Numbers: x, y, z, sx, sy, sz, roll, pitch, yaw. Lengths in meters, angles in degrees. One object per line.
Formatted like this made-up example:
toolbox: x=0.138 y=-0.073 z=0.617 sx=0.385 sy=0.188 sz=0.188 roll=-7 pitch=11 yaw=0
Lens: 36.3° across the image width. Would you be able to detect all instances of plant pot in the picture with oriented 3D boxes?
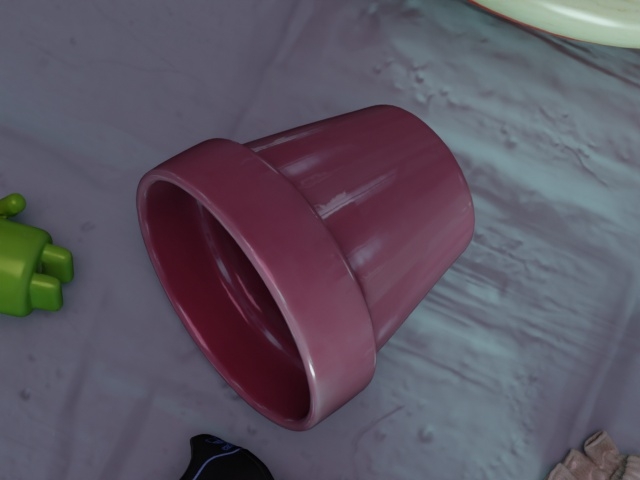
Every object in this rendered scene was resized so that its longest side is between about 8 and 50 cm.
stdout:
plant pot: x=0.000 y=0.000 z=0.683 sx=0.180 sy=0.201 sz=0.201 roll=-33 pitch=85 yaw=-26

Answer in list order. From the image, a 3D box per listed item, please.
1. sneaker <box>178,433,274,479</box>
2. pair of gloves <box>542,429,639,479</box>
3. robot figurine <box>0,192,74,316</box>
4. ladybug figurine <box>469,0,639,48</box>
sneaker: x=-0.111 y=0.246 z=0.682 sx=0.090 sy=0.081 sz=0.232 roll=34 pitch=87 yaw=30
pair of gloves: x=0.210 y=0.279 z=0.721 sx=0.240 sy=0.042 sz=0.204 roll=-42 pitch=87 yaw=-12
robot figurine: x=-0.240 y=0.016 z=0.707 sx=0.115 sy=0.067 sz=0.101 roll=16 pitch=61 yaw=-2
ladybug figurine: x=0.210 y=-0.289 z=0.758 sx=0.449 sy=0.162 sz=0.305 roll=19 pitch=80 yaw=-2
